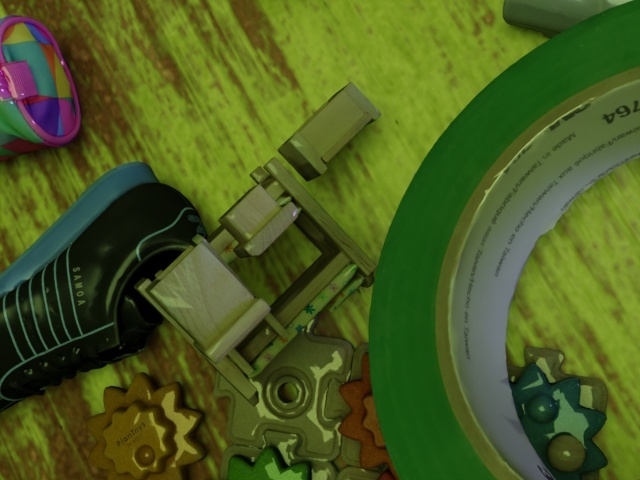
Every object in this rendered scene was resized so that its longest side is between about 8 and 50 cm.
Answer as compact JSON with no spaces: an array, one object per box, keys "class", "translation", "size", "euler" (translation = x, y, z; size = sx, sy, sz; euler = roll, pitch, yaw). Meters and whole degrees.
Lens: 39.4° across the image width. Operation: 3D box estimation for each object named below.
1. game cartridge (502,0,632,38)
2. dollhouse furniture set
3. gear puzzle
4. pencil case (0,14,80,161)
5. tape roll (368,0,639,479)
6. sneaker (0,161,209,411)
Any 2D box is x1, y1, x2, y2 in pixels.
[{"class":"game cartridge","translation":[0.246,-0.247,0.526],"size":[0.196,0.060,0.294],"euler":[18,90,12]},{"class":"dollhouse furniture set","translation":[0.000,0.000,0.501],"size":[0.182,0.161,0.101],"euler":[-45,99,-11]},{"class":"gear puzzle","translation":[0.001,0.136,0.559],"size":[0.338,0.044,0.176],"euler":[7,87,16]},{"class":"pencil case","translation":[-0.291,-0.079,0.633],"size":[0.236,0.104,0.104],"euler":[-18,80,12]},{"class":"tape roll","translation":[0.178,0.033,0.425],"size":[0.321,0.077,0.321],"euler":[-17,60,31]},{"class":"sneaker","translation":[-0.168,0.057,0.594],"size":[0.232,0.081,0.090],"euler":[-48,68,5]}]
